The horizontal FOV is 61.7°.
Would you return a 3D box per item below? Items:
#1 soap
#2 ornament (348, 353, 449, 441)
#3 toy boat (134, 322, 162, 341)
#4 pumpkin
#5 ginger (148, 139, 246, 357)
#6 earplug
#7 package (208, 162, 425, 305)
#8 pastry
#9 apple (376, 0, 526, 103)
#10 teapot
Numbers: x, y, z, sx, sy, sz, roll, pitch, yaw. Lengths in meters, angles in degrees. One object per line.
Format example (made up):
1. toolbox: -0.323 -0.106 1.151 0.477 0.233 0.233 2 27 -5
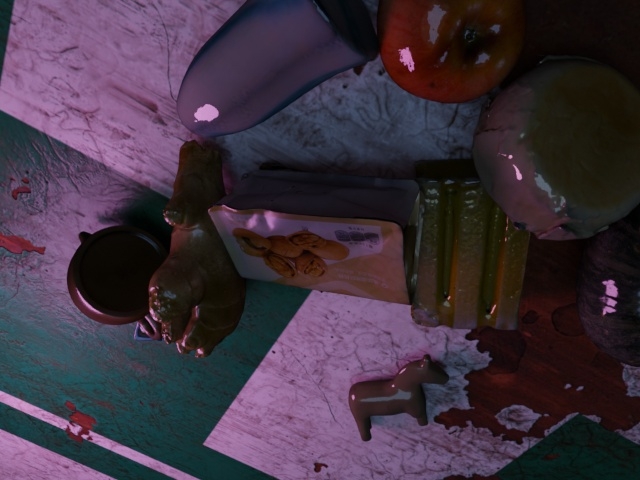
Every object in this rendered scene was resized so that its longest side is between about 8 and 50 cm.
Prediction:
1. soap: 0.260 0.013 0.948 0.200 0.091 0.314 0 123 11
2. ornament: 0.176 0.350 1.198 0.231 0.061 0.244 -8 124 13
3. toy boat: -0.307 0.160 1.141 0.238 0.098 0.109 -27 111 25
4. pumpkin: 0.574 0.066 0.824 0.328 0.257 0.291 8 112 13
5. ginger: -0.237 0.029 0.947 0.166 0.236 0.375 2 116 46
6. earplug: -0.098 -0.261 0.792 0.324 0.185 0.185 -27 114 31
7. package: 0.009 -0.028 0.892 0.312 0.164 0.221 7 143 21
8. pastry: 0.341 -0.130 0.755 0.265 0.264 0.133 34 166 -12
9. apple: 0.173 -0.287 0.712 0.210 0.164 0.209 -4 120 -6
10. teapot: -0.395 0.087 1.065 0.267 0.186 0.175 57 150 -3
